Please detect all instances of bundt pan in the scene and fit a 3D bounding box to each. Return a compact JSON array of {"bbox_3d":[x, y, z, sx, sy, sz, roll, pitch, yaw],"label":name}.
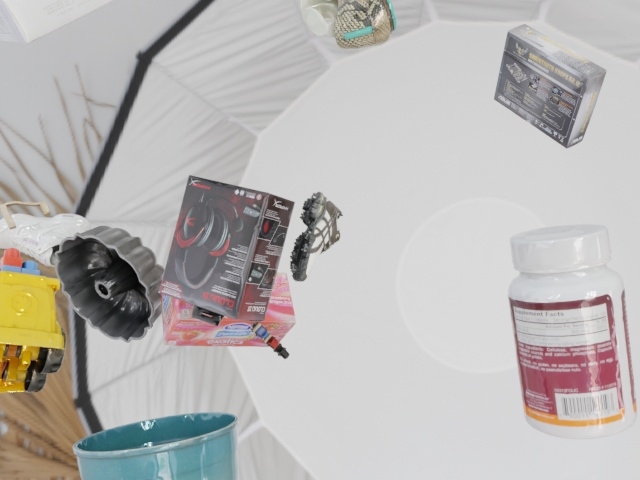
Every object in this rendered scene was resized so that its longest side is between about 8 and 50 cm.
[{"bbox_3d":[-0.539,0.101,1.778,0.330,0.331,0.124,8,31,28],"label":"bundt pan"}]

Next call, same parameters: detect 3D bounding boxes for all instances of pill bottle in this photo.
[{"bbox_3d":[0.502,0.175,1.352,0.224,0.392,0.224,-9,6,1],"label":"pill bottle"}]

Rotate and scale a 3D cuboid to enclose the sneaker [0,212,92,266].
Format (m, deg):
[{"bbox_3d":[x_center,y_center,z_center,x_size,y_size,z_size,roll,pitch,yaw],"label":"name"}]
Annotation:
[{"bbox_3d":[-0.821,0.001,1.923,0.305,0.152,0.114,-4,-33,6],"label":"sneaker"}]

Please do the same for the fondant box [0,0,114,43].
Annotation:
[{"bbox_3d":[-0.551,-0.502,1.373,0.330,0.238,0.096,24,-35,54],"label":"fondant box"}]

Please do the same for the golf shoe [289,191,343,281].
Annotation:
[{"bbox_3d":[0.000,0.000,1.339,0.094,0.198,0.077,27,-28,-24],"label":"golf shoe"}]

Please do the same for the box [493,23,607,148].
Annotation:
[{"bbox_3d":[0.492,-0.338,1.459,0.056,0.183,0.231,-27,52,-23],"label":"box"}]

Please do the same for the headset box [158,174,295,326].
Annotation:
[{"bbox_3d":[-0.201,0.030,1.405,0.218,0.293,0.110,15,1,29],"label":"headset box"}]

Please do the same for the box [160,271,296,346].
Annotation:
[{"bbox_3d":[-0.230,0.165,1.654,0.300,0.154,0.142,6,-36,-27],"label":"box"}]

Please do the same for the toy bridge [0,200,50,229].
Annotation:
[{"bbox_3d":[-0.763,-0.058,1.626,0.188,0.063,0.026,-25,-3,-19],"label":"toy bridge"}]

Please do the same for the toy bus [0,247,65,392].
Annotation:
[{"bbox_3d":[-0.516,0.131,1.103,0.149,0.211,0.220,10,-36,-33],"label":"toy bus"}]

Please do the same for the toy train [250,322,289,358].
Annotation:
[{"bbox_3d":[-0.113,0.231,1.528,0.036,0.027,0.158,34,-13,42],"label":"toy train"}]

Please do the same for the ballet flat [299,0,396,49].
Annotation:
[{"bbox_3d":[0.039,-0.569,1.595,0.182,0.164,0.483,-19,34,2],"label":"ballet flat"}]

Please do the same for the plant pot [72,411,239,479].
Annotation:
[{"bbox_3d":[-0.259,0.444,1.115,0.271,0.255,0.271,-7,-4,0],"label":"plant pot"}]
